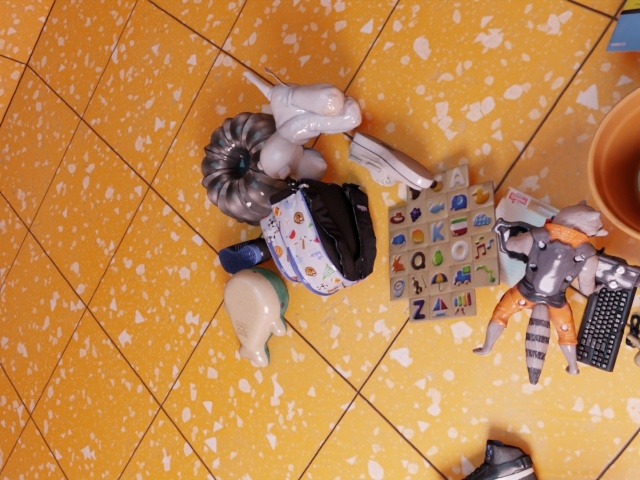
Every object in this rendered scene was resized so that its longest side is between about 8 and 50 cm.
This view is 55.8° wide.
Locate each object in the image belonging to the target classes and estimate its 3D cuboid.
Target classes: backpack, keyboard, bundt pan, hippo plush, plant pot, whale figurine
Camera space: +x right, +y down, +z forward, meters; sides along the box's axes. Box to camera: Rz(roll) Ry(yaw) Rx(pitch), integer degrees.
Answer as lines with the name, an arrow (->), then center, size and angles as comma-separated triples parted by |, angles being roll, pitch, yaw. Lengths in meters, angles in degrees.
backpack -> 0.000, 0.000, 1.441 | 0.213, 0.277, 0.263 | -35, 72, 31
keyboard -> 0.563, 0.162, 1.170 | 0.108, 0.023, 0.180 | 17, 94, 34
bundt pan -> -0.207, -0.209, 1.682 | 0.331, 0.124, 0.330 | -4, 82, 33
hippo plush -> -0.045, -0.256, 1.477 | 0.234, 0.294, 0.236 | 16, 89, 56
plant pot -> 0.635, -0.121, 1.048 | 0.291, 0.203, 0.290 | -5, 81, 33
whale figurine -> -0.161, 0.198, 1.612 | 0.216, 0.141, 0.272 | 17, 118, 34

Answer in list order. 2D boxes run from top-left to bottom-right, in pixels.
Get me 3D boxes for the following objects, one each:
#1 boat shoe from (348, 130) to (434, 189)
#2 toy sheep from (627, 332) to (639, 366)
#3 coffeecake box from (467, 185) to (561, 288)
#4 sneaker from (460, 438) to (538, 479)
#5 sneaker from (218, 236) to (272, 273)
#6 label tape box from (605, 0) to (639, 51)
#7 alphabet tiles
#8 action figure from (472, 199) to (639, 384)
boat shoe -> 0.157, -0.173, 1.441 | 0.267, 0.096, 0.088 | 39, 115, 38
toy sheep -> 0.621, 0.180, 1.092 | 0.132, 0.091, 0.091 | -50, 60, 7
coffeecake box -> 0.419, 0.002, 1.260 | 0.142, 0.068, 0.185 | 33, 103, 34
sneaker -> 0.336, 0.480, 1.256 | 0.217, 0.079, 0.121 | -16, 72, 23
sneaker -> -0.199, 0.040, 1.675 | 0.232, 0.090, 0.081 | -9, 100, 54
label tape box -> 0.691, -0.474, 1.046 | 0.347, 0.115, 0.249 | -69, 21, 9
alphabet tiles -> 0.264, 0.008, 1.346 | 0.285, 0.011, 0.342 | -16, 66, 44
action figure -> 0.463, 0.094, 1.105 | 0.341, 0.178, 0.330 | 14, 104, 18
